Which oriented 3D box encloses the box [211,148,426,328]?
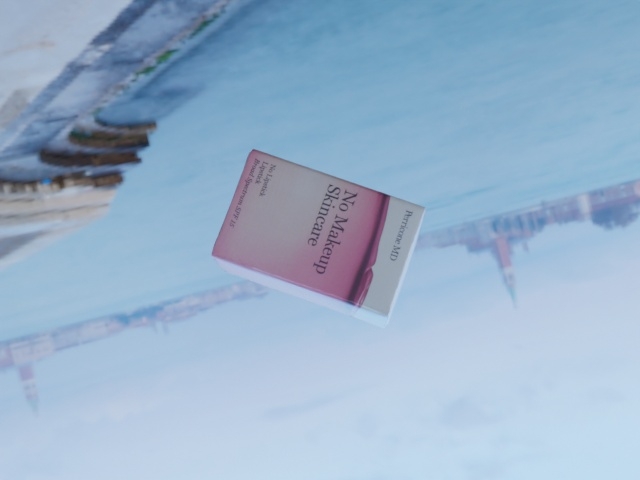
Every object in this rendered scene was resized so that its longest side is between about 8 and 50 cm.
[{"bbox_3d":[0.000,0.000,1.145,0.232,0.149,0.127,19,170,6],"label":"box"}]
